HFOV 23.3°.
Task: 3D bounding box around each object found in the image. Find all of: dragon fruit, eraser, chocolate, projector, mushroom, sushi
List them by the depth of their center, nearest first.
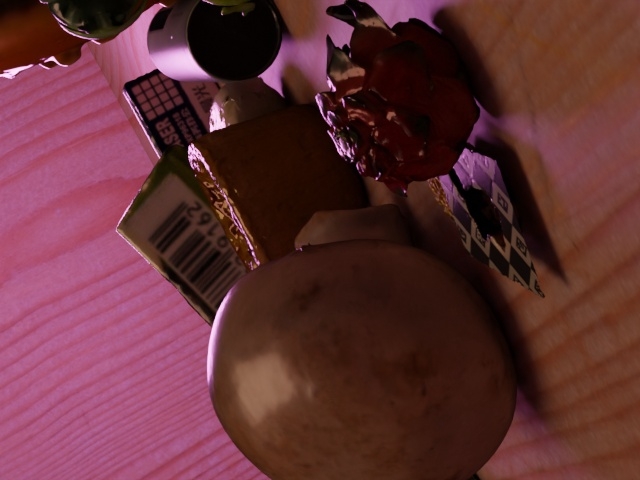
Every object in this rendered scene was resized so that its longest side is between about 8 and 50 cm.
[{"bbox_3d":[0.054,-0.103,1.146,0.130,0.121,0.142,-34,54,50],"label":"dragon fruit"},{"bbox_3d":[0.135,-0.027,1.200,0.126,0.026,0.120,34,148,62],"label":"sushi"},{"bbox_3d":[0.049,0.100,1.485,0.290,0.297,0.297,-75,-27,-45],"label":"mushroom"},{"bbox_3d":[-0.126,-0.233,1.779,0.108,0.108,0.337,64,171,-12],"label":"projector"},{"bbox_3d":[-0.105,0.028,1.982,0.301,0.137,0.289,47,-175,3],"label":"chocolate"},{"bbox_3d":[-0.167,-0.124,2.265,0.287,0.130,0.086,59,173,10],"label":"eraser"}]

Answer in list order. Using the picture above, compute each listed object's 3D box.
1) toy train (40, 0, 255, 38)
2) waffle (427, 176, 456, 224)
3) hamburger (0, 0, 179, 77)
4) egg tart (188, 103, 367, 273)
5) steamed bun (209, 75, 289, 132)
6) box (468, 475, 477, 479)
[{"bbox_3d":[-0.152,-0.290,1.289,0.159,0.272,0.188,72,-177,-62],"label":"toy train"},{"bbox_3d":[0.111,-0.041,1.319,0.078,0.016,0.085,65,171,-16],"label":"waffle"},{"bbox_3d":[-0.324,-0.336,1.740,0.277,0.396,0.396,66,170,-18],"label":"hamburger"},{"bbox_3d":[-0.040,-0.052,1.710,0.202,0.147,0.202,59,169,19],"label":"egg tart"},{"bbox_3d":[-0.076,-0.128,1.832,0.130,0.091,0.112,105,150,-53],"label":"steamed bun"},{"bbox_3d":[0.135,0.383,2.080,0.420,0.138,0.373,53,167,40],"label":"box"}]
